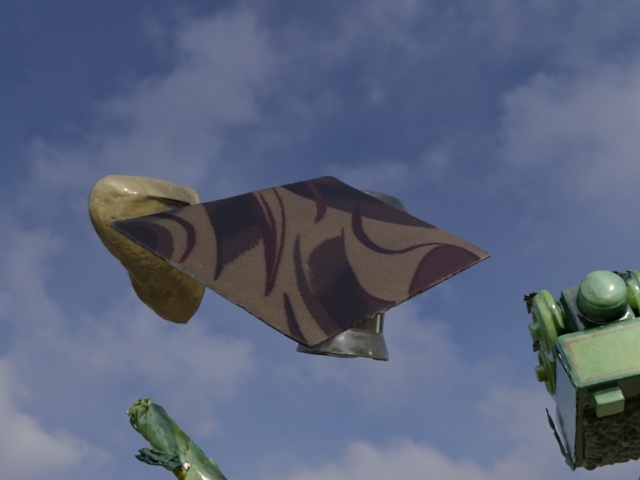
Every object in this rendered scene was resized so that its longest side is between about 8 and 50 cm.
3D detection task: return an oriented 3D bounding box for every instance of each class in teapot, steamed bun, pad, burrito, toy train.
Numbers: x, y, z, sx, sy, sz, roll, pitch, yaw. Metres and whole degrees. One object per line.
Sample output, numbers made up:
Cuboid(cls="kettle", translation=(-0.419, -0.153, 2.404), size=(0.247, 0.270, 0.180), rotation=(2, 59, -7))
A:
Cuboid(cls="teapot", translation=(0.053, 0.073, 1.666), size=(0.254, 0.343, 0.300), rotation=(-1, -12, 29))
Cuboid(cls="steamed bun", translation=(-0.222, -0.015, 1.111), size=(0.111, 0.231, 0.212), rotation=(-22, -27, 17))
Cuboid(cls="pad", translation=(0.000, 0.000, 0.732), size=(0.330, 0.220, 0.004), rotation=(-19, -50, -54))
Cuboid(cls="burrito", translation=(-0.245, 0.377, 1.355), size=(0.104, 0.288, 0.054), rotation=(-7, -47, -57))
Cuboid(cls="toy train", translation=(0.356, 0.161, 0.994), size=(0.159, 0.188, 0.271), rotation=(-14, -43, 4))

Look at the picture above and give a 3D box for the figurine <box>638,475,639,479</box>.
Cuboid(cls="figurine", translation=(0.214, 0.278, 0.474), size=(0.167, 0.281, 0.370), rotation=(-23, -48, 35))
